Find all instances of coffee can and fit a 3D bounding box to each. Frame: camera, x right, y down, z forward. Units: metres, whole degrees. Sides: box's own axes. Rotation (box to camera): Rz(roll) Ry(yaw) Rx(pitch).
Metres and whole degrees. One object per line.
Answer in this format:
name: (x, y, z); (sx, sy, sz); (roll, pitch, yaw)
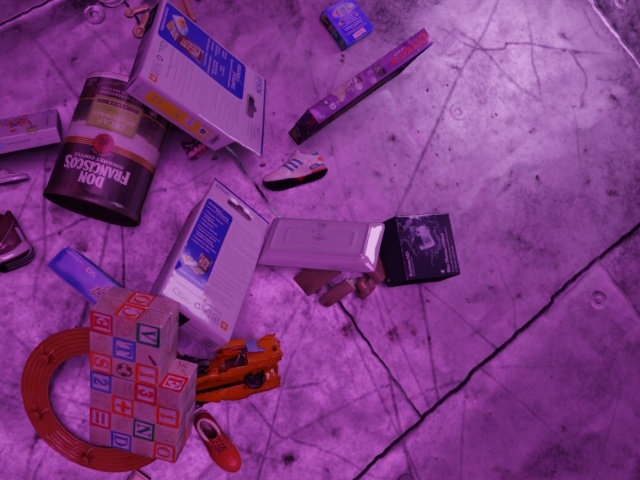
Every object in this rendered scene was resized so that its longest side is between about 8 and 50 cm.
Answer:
coffee can: (-0.446, -0.190, 1.385); (0.202, 0.201, 0.275); (17, 78, -10)

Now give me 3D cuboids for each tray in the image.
tray: (0.000, 0.000, 1.453); (0.271, 0.030, 0.145); (3, 49, 16)

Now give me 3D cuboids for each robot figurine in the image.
robot figurine: (-0.229, 0.285, 1.380); (0.291, 0.211, 0.085); (-8, 49, -13)

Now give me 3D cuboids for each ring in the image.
ring: (-0.448, 0.330, 1.299); (0.337, 0.032, 0.336); (2, 107, 7)

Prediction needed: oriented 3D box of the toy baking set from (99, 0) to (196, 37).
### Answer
toy baking set: (-0.416, -0.595, 1.542); (0.256, 0.030, 0.196); (44, 75, -3)

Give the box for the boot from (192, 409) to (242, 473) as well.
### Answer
boot: (-0.222, 0.442, 1.398); (0.059, 0.085, 0.158); (-37, 92, -17)

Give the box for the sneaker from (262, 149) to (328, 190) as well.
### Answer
sneaker: (-0.068, -0.172, 1.549); (0.161, 0.057, 0.075); (-16, 68, -13)

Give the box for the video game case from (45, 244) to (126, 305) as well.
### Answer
video game case: (-0.412, 0.127, 1.320); (0.269, 0.244, 0.061); (41, 76, -4)

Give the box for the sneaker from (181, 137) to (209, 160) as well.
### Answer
sneaker: (-0.273, -0.241, 1.516); (0.119, 0.047, 0.057); (-38, 79, -16)

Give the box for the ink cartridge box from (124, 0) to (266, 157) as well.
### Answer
ink cartridge box: (-0.257, -0.343, 1.421); (0.307, 0.072, 0.303); (36, 36, -33)

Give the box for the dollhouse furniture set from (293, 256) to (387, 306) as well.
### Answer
dollhouse furniture set: (0.053, 0.083, 1.544); (0.144, 0.123, 0.151); (50, 40, -2)

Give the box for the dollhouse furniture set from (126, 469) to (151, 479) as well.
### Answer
dollhouse furniture set: (-0.469, 0.527, 1.319); (0.161, 0.101, 0.181); (38, 76, -5)

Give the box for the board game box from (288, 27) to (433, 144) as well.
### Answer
board game box: (0.091, -0.358, 1.528); (0.347, 0.208, 0.056); (-37, 90, -15)

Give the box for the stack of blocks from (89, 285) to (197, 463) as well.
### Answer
stack of blocks: (-0.318, 0.246, 1.171); (0.171, 0.087, 0.297); (12, 116, 6)

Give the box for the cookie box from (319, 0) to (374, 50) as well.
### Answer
cookie box: (0.067, -0.550, 1.637); (0.092, 0.040, 0.107); (-35, 90, -15)

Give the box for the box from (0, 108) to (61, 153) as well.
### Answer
box: (-0.652, -0.227, 1.378); (0.186, 0.145, 0.038); (-13, 120, -14)

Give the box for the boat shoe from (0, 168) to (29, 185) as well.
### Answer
boat shoe: (-0.690, -0.140, 1.410); (0.100, 0.035, 0.035); (-11, 86, -7)

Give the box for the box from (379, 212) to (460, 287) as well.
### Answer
box: (0.233, 0.022, 1.540); (0.158, 0.093, 0.155); (-5, 79, -26)

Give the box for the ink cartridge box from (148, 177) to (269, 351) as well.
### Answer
ink cartridge box: (-0.228, 0.041, 1.383); (0.176, 0.069, 0.370); (41, 40, -23)

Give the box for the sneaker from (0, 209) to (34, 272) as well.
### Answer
sneaker: (-0.761, 0.014, 1.344); (0.282, 0.106, 0.162); (-22, 81, -25)
